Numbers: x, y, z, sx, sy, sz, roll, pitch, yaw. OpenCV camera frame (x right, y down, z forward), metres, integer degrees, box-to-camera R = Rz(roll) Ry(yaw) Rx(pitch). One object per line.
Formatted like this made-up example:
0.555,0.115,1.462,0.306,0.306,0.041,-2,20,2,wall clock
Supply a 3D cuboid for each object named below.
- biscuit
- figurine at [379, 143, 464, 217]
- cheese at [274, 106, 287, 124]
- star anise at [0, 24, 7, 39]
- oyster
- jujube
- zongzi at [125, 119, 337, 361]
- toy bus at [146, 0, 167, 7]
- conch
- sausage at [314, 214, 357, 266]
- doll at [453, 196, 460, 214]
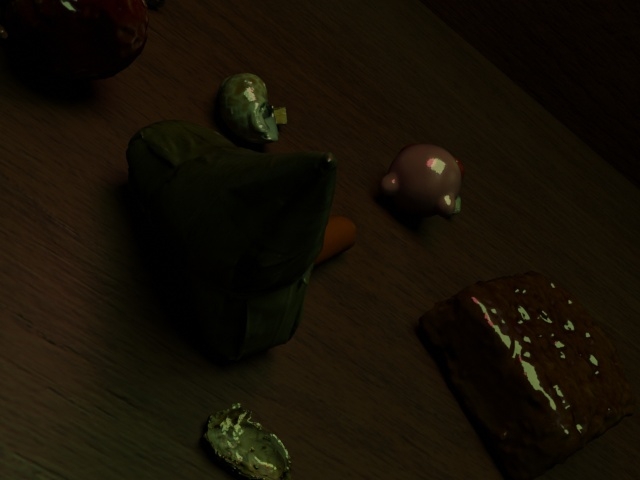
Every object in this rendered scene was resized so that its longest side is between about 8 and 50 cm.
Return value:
0.410,0.230,1.121,0.394,0.166,0.343,-5,55,-47,biscuit
0.231,-0.131,1.320,0.173,0.173,0.173,27,37,-23,figurine
-0.111,-0.275,1.235,0.084,0.041,0.060,35,39,-40,cheese
-0.508,-0.346,0.824,0.073,0.177,0.234,25,50,-61,star anise
-0.085,0.257,0.704,0.086,0.029,0.132,-26,76,-48,oyster
-0.378,-0.353,0.899,0.212,0.213,0.232,0,47,-46,jujube
-0.122,-0.083,0.729,0.174,0.393,0.356,-22,64,-29,zongzi
-0.371,-0.560,1.255,0.051,0.061,0.153,-7,57,-47,toy bus
-0.144,-0.254,1.132,0.116,0.105,0.173,-21,84,-61,conch
0.000,0.000,1.026,0.076,0.076,0.197,51,33,10,sausage
0.303,-0.157,1.504,0.103,0.071,0.214,-4,59,-46,doll
